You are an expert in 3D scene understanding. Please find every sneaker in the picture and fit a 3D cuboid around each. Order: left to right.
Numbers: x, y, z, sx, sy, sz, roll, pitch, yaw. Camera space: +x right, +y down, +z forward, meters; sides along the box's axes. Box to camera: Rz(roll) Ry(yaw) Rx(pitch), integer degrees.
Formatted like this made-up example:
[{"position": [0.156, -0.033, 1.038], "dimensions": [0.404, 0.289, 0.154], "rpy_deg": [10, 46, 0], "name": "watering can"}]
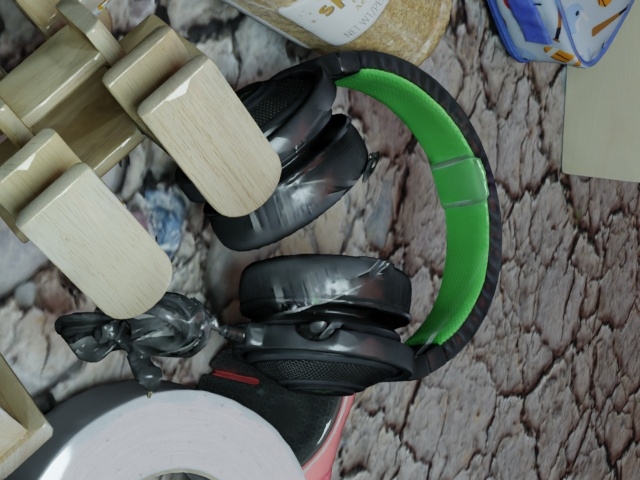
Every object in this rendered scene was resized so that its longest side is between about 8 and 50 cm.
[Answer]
[{"position": [-0.046, 0.198, 1.026], "dimensions": [0.314, 0.116, 0.136], "rpy_deg": [-70, 159, -8], "name": "sneaker"}]

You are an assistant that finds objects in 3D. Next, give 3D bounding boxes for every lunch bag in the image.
[{"position": [0.231, -0.331, 1.266], "dimensions": [0.243, 0.115, 0.303], "rpy_deg": [-57, 139, -21], "name": "lunch bag"}]

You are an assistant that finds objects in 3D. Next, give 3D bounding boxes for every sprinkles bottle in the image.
[{"position": [-0.036, -0.217, 0.893], "dimensions": [0.355, 0.121, 0.121], "rpy_deg": [19, 82, -56], "name": "sprinkles bottle"}]

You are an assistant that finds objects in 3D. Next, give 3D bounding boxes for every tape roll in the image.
[{"position": [-0.113, 0.205, 0.856], "dimensions": [0.219, 0.072, 0.219], "rpy_deg": [0, 90, -31], "name": "tape roll"}]

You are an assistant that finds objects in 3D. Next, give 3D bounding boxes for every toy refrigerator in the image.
[{"position": [0.351, -0.211, 1.482], "dimensions": [0.094, 0.102, 0.269], "rpy_deg": [-19, 113, -53], "name": "toy refrigerator"}]

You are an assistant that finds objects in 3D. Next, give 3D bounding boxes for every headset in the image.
[{"position": [0.000, 0.000, 0.872], "dimensions": [0.394, 0.185, 0.243], "rpy_deg": [-21, 97, -39], "name": "headset"}]

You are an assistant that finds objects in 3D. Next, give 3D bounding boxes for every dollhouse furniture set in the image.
[{"position": [-0.153, -0.016, 0.704], "dimensions": [0.242, 0.212, 0.161], "rpy_deg": [-42, 136, -6], "name": "dollhouse furniture set"}]
